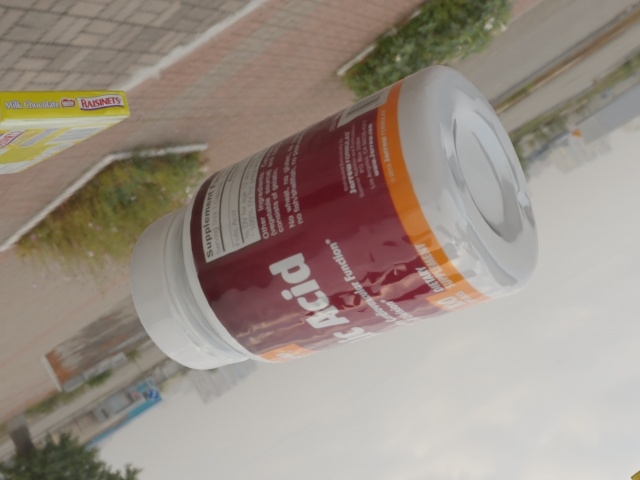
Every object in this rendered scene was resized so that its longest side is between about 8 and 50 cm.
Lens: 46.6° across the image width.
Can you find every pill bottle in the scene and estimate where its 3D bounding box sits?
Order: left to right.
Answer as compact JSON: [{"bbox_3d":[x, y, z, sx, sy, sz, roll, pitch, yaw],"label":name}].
[{"bbox_3d":[0.000,0.000,0.774,0.392,0.224,0.224,-22,-177,32],"label":"pill bottle"}]

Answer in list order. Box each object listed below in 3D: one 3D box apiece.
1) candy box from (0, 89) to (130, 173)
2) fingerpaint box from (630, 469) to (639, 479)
[{"bbox_3d":[-0.256,-0.083,0.611,0.205,0.027,0.105,-12,179,43],"label":"candy box"},{"bbox_3d":[0.543,0.109,0.624,0.371,0.163,0.445,-20,152,-27],"label":"fingerpaint box"}]
